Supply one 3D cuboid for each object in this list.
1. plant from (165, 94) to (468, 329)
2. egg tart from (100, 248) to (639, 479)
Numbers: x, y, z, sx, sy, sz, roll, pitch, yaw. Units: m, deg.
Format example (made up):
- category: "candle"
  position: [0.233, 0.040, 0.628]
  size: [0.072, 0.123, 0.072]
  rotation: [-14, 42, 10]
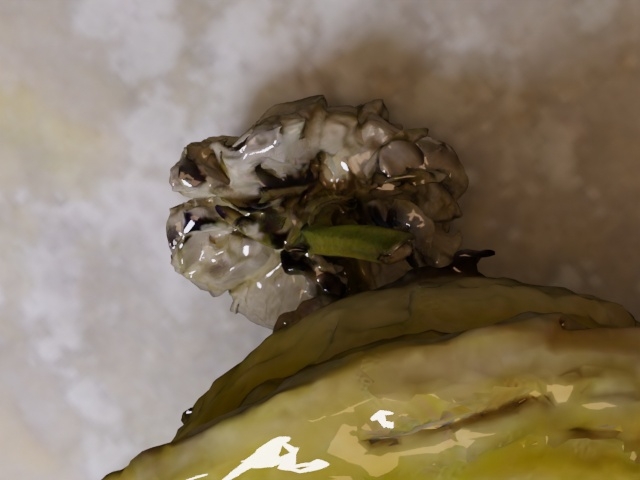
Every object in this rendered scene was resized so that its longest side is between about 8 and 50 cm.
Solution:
- category: "plant"
  position: [0.000, 0.000, 0.695]
  size: [0.116, 0.122, 0.104]
  rotation: [-6, 99, -1]
- category: "egg tart"
  position: [0.055, 0.126, 0.658]
  size: [0.345, 0.132, 0.345]
  rotation: [-3, 130, -3]
